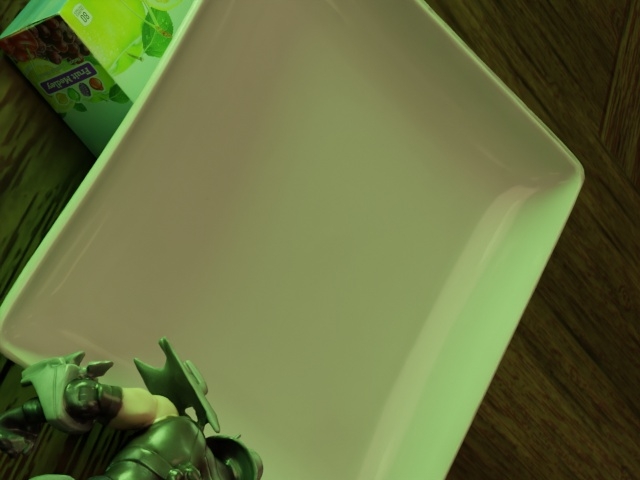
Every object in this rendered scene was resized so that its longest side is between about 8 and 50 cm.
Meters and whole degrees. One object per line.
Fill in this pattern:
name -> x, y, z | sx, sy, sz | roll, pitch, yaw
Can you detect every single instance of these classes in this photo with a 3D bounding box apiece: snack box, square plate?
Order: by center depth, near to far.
square plate -> 0.000, 0.000, 0.860 | 0.344, 0.049, 0.347 | 40, 69, -32
snack box -> -0.090, -0.114, 0.889 | 0.207, 0.070, 0.174 | 52, 45, -28

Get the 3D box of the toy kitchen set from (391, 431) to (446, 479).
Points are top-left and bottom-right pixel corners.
toy kitchen set -> 0.134, 0.192, 1.010 | 0.207, 0.122, 0.166 | -20, 93, -52

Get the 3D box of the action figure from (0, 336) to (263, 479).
action figure -> -0.126, 0.147, 0.659 | 0.285, 0.099, 0.185 | -13, 64, -49
